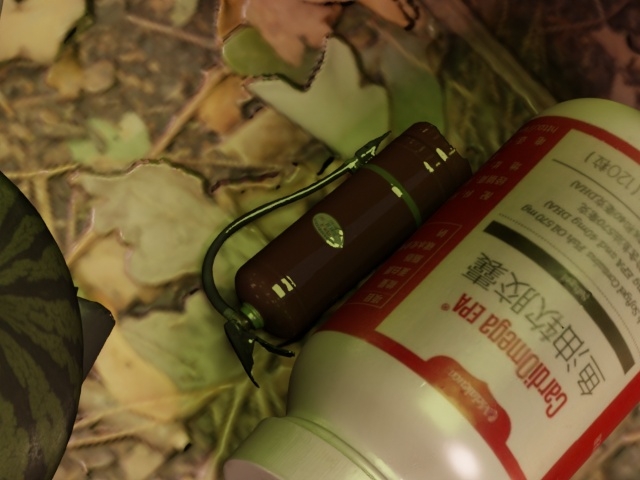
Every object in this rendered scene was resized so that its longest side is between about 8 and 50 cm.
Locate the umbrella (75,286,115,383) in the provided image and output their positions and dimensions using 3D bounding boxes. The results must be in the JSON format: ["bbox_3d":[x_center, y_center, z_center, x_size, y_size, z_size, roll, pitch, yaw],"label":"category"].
[{"bbox_3d":[-0.134,0.081,0.864,0.036,0.031,0.133,18,69,21],"label":"umbrella"}]

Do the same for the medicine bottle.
[{"bbox_3d":[0.078,0.053,0.873,0.131,0.131,0.250,45,68,3],"label":"medicine bottle"}]

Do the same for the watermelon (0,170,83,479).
[{"bbox_3d":[-0.202,0.050,0.763,0.212,0.212,0.212,4,72,-13],"label":"watermelon"}]

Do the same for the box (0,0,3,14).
[{"bbox_3d":[-0.282,-0.102,0.859,0.269,0.079,0.135,9,70,-11],"label":"box"}]

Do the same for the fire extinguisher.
[{"bbox_3d":[0.000,0.000,0.921,0.157,0.045,0.078,-41,58,-21],"label":"fire extinguisher"}]
